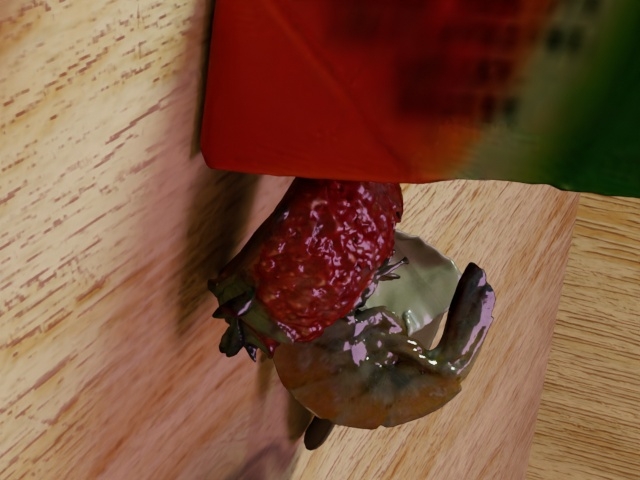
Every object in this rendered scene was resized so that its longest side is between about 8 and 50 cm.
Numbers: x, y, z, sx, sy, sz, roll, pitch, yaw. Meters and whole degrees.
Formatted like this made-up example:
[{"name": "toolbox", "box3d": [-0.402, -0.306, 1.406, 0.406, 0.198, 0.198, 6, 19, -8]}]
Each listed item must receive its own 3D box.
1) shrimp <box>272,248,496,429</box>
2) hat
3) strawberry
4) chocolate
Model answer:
[{"name": "shrimp", "box3d": [0.062, 0.000, 1.214, 0.058, 0.169, 0.296, -161, -95, -75]}, {"name": "hat", "box3d": [0.021, 0.079, 1.344, 0.173, 0.144, 0.166, -33, 178, 39]}, {"name": "strawberry", "box3d": [-0.002, 0.003, 1.026, 0.140, 0.085, 0.192, -52, -177, 25]}, {"name": "chocolate", "box3d": [0.136, -0.162, 1.008, 0.360, 0.341, 0.161, -51, 140, -58]}]
